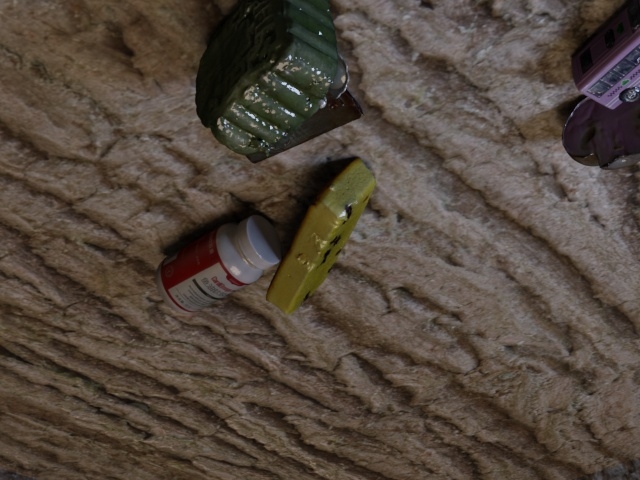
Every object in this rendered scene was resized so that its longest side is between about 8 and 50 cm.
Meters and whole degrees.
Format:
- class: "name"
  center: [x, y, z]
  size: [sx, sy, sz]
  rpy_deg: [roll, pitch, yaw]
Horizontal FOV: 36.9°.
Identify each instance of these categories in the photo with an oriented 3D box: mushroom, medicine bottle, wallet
- class: "mushroom"
  center: [0.523, -0.194, 1.669]
  size: [0.188, 0.141, 0.117]
  rpy_deg: [-22, 164, 27]
- class: "medicine bottle"
  center: [-0.204, 0.048, 1.916]
  size: [0.250, 0.131, 0.131]
  rpy_deg: [-27, 140, 29]
- class: "wallet"
  center: [-0.050, -0.206, 1.660]
  size: [0.232, 0.031, 0.122]
  rpy_deg: [-20, 144, 21]

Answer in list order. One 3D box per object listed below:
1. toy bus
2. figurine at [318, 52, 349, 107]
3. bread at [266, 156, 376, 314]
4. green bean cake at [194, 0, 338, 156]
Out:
- class: "toy bus"
  center: [0.500, -0.309, 1.532]
  size: [0.108, 0.096, 0.199]
  rpy_deg: [18, 142, -23]
- class: "figurine"
  center: [-0.009, -0.260, 1.543]
  size: [0.086, 0.095, 0.082]
  rpy_deg: [-18, -165, -33]
- class: "bread"
  center: [0.000, 0.000, 1.865]
  size: [0.077, 0.138, 0.361]
  rpy_deg: [40, 141, 10]
- class: "green bean cake"
  center: [-0.085, -0.254, 1.422]
  size: [0.124, 0.223, 0.227]
  rpy_deg: [22, 133, -34]
